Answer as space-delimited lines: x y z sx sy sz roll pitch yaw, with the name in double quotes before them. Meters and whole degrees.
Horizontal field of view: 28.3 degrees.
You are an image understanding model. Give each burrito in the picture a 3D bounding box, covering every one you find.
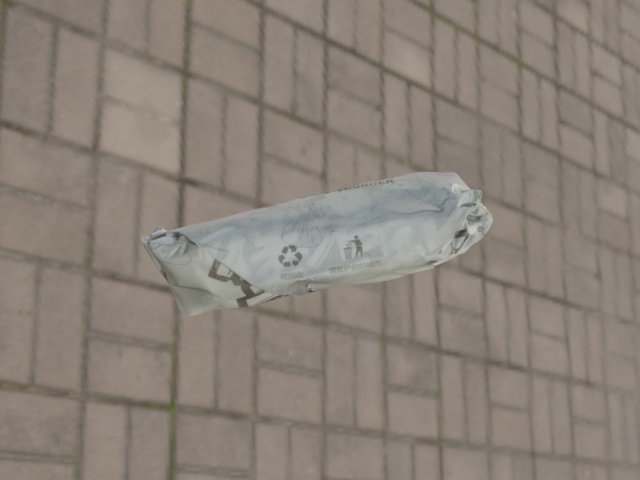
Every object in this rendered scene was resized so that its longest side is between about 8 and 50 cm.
"burrito" 0.000 0.001 0.738 0.064 0.203 0.064 168 -90 -86
